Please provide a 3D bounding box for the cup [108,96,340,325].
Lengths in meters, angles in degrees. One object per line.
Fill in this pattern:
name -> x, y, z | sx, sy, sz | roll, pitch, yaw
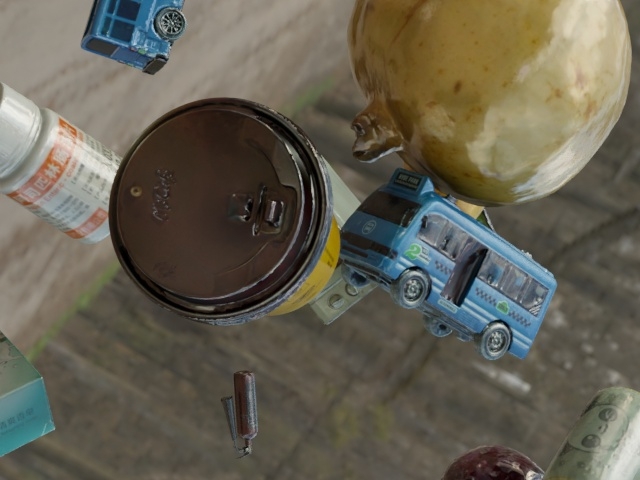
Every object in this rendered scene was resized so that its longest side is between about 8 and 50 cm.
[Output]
cup -> -0.070, -0.013, 1.465 | 0.196, 0.196, 0.279 | -60, 168, -2

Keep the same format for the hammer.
hammer -> 0.429, 0.306, 1.934 | 0.202, 0.305, 0.113 | -52, 157, -36

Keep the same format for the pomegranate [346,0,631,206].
pomegranate -> 0.170, -0.189, 1.795 | 0.342, 0.342, 0.342 | -60, -178, 4

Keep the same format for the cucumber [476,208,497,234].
cucumber -> 0.214, -0.005, 2.280 | 0.070, 0.220, 0.046 | -21, -170, 23

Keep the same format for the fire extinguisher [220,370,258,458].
fire extinguisher -> -0.089, 0.196, 1.791 | 0.046, 0.032, 0.100 | -22, 110, -74

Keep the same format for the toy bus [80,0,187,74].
toy bus -> -0.180, -0.277, 1.686 | 0.090, 0.106, 0.185 | 162, -56, -74

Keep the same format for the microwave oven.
microwave oven -> 0.000, 0.000, 2.376 | 0.129, 0.205, 0.163 | -39, 180, 20

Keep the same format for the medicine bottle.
medicine bottle -> -0.394, -0.110, 2.313 | 0.144, 0.252, 0.144 | -36, -146, 29

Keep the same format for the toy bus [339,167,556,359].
toy bus -> 0.139, 0.032, 1.784 | 0.113, 0.246, 0.134 | 22, -99, 55

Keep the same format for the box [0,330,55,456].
box -> -0.462, 0.178, 2.057 | 0.153, 0.245, 0.092 | -27, 131, -25

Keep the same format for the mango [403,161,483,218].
mango -> 0.212, -0.138, 2.109 | 0.295, 0.177, 0.120 | -46, 163, -36

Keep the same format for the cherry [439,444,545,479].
cherry -> 0.279, 0.410, 2.520 | 0.195, 0.195, 0.195 | -60, -178, 4
